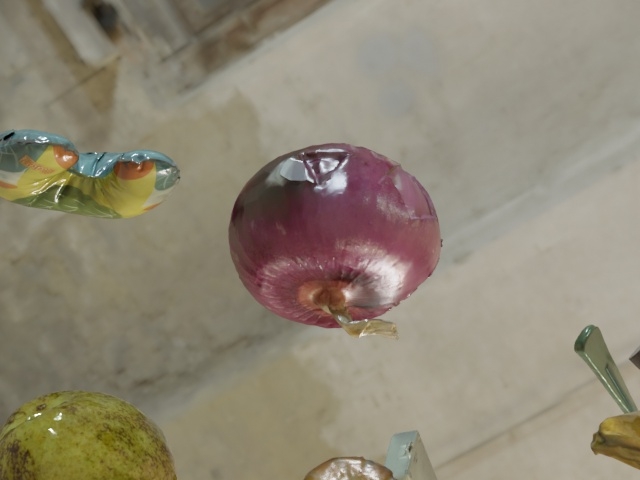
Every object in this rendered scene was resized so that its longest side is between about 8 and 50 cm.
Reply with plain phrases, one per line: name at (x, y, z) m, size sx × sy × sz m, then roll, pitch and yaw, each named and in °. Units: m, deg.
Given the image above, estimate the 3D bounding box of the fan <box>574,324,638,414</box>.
fan at (0.324, 0.163, 1.569) m, size 0.016 × 0.038 × 0.193 m, roll 9°, pitch -37°, yaw 49°

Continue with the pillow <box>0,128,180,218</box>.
pillow at (-0.286, -0.084, 1.710) m, size 0.233 × 0.214 × 0.086 m, roll 11°, pitch 76°, yaw -20°

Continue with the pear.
pear at (-0.250, 0.241, 1.468) m, size 0.197 × 0.197 × 0.197 m, roll 53°, pitch 16°, yaw -23°

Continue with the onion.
onion at (0.004, -0.011, 1.467) m, size 0.207 × 0.200 × 0.200 m, roll 6°, pitch -38°, yaw 53°

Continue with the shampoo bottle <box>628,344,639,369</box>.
shampoo bottle at (0.360, 0.156, 1.362) m, size 0.165 × 0.080 × 0.040 m, roll 44°, pitch -17°, yaw 6°

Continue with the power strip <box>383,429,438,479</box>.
power strip at (0.167, 0.435, 2.049) m, size 0.106 × 0.043 × 0.367 m, roll -66°, pitch 139°, yaw -58°

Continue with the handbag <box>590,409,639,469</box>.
handbag at (0.432, 0.185, 1.098) m, size 0.401 × 0.133 × 0.283 m, roll 16°, pitch -12°, yaw 33°

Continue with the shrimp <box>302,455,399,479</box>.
shrimp at (0.028, 0.367, 1.712) m, size 0.068 × 0.150 × 0.248 m, roll 64°, pitch 34°, yaw -56°
